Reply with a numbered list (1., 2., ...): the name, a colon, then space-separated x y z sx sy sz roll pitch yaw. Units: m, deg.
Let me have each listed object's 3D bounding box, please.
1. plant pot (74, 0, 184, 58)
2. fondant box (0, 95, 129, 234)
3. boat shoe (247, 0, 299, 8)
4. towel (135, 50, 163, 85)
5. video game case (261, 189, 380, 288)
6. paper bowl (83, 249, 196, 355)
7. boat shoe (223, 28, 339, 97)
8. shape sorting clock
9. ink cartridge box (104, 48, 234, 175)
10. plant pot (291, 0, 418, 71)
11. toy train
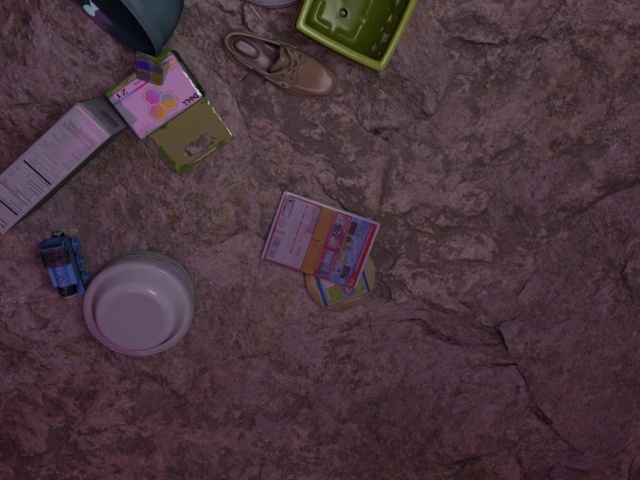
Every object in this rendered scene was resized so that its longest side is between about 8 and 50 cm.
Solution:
1. plant pot: -0.402 -0.564 1.050 0.293 0.293 0.196 40 79 -19
2. fondant box: -0.608 -0.185 1.151 0.330 0.238 0.096 -39 111 5
3. boat shoe: -0.162 -0.606 1.155 0.268 0.088 0.096 9 106 -12
4. towel: -0.381 -0.380 1.111 0.060 0.083 0.009 17 63 -12
5. video game case: 0.000 0.000 1.395 0.286 0.025 0.203 19 99 -8
6. paper bowl: -0.485 0.179 1.343 0.285 0.148 0.283 -2 108 -7
7. boat shoe: -0.092 -0.430 1.220 0.303 0.098 0.109 21 104 -15
8. shape sorting clock: 0.058 0.104 1.454 0.207 0.040 0.206 -1 101 -4
9. ink cartridge box: -0.358 -0.305 1.224 0.189 0.097 0.255 -34 109 3
10. plant pot: 0.069 -0.539 1.147 0.227 0.207 0.228 21 104 -19
11. toy train: -0.666 0.069 1.299 0.080 0.105 0.184 -8 109 -5
